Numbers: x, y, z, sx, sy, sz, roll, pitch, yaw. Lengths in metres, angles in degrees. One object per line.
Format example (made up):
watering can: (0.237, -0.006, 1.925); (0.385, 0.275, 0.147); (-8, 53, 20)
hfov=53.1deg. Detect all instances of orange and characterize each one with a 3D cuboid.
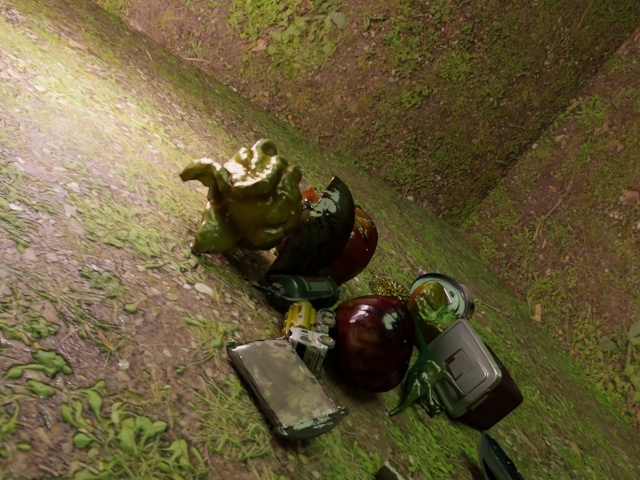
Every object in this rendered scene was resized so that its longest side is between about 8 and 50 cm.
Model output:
orange: (0.365, 0.259, 2.072); (0.237, 0.158, 0.179); (59, 23, 16)

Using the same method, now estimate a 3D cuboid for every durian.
durian: (0.263, 0.196, 2.184); (0.215, 0.086, 0.100); (41, 3, 11)

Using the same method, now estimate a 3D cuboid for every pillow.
pillow: (-0.069, 0.284, 1.253); (0.169, 0.059, 0.255); (-12, 44, -31)

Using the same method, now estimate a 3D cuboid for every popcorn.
popcorn: (-0.201, -0.119, 1.649); (0.325, 0.290, 0.321); (39, 17, 0)

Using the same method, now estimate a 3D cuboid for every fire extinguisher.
fire extinguisher: (-0.057, 0.132, 1.642); (0.118, 0.093, 0.294); (29, 10, 29)

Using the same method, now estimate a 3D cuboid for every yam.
yam: (0.163, 0.492, 1.255); (0.132, 0.054, 0.054); (46, 18, 22)

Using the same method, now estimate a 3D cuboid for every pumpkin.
pumpkin: (0.000, 0.000, 1.648); (0.148, 0.312, 0.169); (32, 10, -8)

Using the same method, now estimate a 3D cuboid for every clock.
clock: (0.420, 0.213, 2.297); (0.215, 0.042, 0.215); (4, 53, -5)

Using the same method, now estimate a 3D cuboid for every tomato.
tomato: (0.012, -0.001, 1.885); (0.303, 0.239, 0.303); (24, 24, -11)

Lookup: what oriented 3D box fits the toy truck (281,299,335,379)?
toy truck: (-0.033, 0.220, 1.458); (0.114, 0.098, 0.227); (17, 17, -4)

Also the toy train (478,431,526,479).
toy train: (0.468, 0.629, 1.475); (0.086, 0.088, 0.407); (28, 20, -37)

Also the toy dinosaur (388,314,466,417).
toy dinosaur: (0.253, 0.330, 1.743); (0.447, 0.087, 0.301); (3, 47, -53)

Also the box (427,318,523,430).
box: (0.441, 0.396, 1.864); (0.167, 0.193, 0.294); (40, 15, -30)

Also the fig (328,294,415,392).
fig: (0.121, 0.237, 1.549); (0.224, 0.224, 0.263); (28, 14, -33)

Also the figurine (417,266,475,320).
figurine: (0.496, 0.212, 2.475); (0.186, 0.176, 0.287); (-4, 24, -30)
